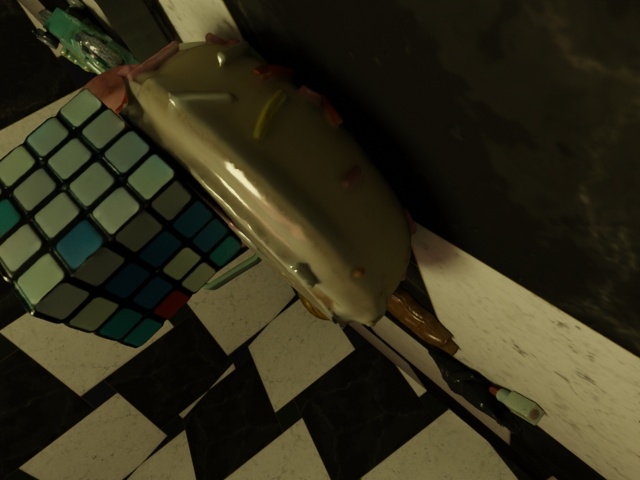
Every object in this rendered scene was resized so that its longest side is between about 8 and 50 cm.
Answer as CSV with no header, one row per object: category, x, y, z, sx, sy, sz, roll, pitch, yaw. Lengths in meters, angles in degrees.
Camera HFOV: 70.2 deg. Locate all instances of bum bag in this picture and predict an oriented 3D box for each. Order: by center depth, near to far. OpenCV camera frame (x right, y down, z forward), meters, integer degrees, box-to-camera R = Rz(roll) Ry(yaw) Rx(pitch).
bum bag,0.319,0.313,0.970,0.123,0.060,0.248,45,173,-22

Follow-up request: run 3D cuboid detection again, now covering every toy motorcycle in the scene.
toy motorcycle,-0.451,-0.387,0.927,0.296,0.109,0.198,36,179,30

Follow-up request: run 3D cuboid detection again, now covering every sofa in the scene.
sofa,-0.236,-0.292,0.559,0.085,0.060,0.147,57,177,22

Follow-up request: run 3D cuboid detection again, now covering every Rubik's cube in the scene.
Rubik's cube,-0.198,-0.015,0.434,0.155,0.154,0.151,39,169,24

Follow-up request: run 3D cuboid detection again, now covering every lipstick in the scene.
lipstick,0.348,0.292,0.832,0.030,0.030,0.129,44,172,-11

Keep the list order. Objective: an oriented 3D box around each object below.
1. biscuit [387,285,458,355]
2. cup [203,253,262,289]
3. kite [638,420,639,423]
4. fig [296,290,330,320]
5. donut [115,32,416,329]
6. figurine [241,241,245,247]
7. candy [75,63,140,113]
biscuit,0.178,0.151,0.892,0.215,0.034,0.182,41,172,9
cup,-0.377,-0.044,1.324,0.401,0.392,0.310,30,171,36
kite,0.397,0.233,0.393,0.229,0.012,0.250,35,170,46
fig,-0.011,0.022,0.776,0.259,0.151,0.151,49,170,-18
donut,-0.052,-0.061,0.523,0.382,0.142,0.382,42,171,8
figurine,-0.195,-0.072,1.068,0.161,0.158,0.275,0,159,9
candy,-0.309,-0.171,0.800,0.094,0.255,0.255,38,170,28
